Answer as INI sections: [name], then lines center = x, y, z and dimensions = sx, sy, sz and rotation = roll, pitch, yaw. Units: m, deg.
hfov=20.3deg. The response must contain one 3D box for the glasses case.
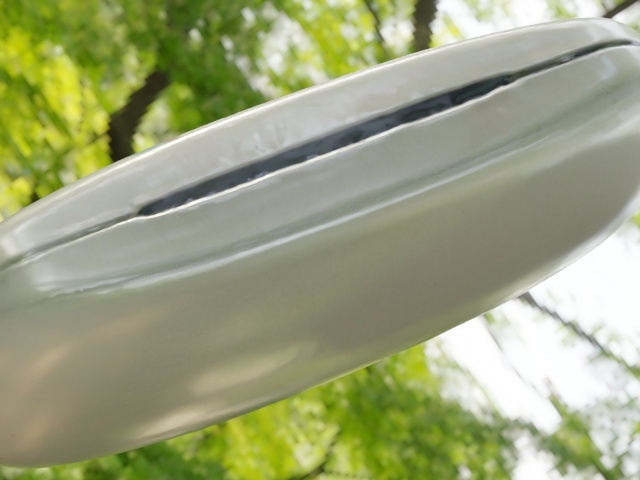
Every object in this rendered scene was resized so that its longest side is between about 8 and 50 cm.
[glasses case]
center = 0.000, 0.000, 0.443
dimensions = 0.051, 0.204, 0.081
rotation = 59, -23, 28
